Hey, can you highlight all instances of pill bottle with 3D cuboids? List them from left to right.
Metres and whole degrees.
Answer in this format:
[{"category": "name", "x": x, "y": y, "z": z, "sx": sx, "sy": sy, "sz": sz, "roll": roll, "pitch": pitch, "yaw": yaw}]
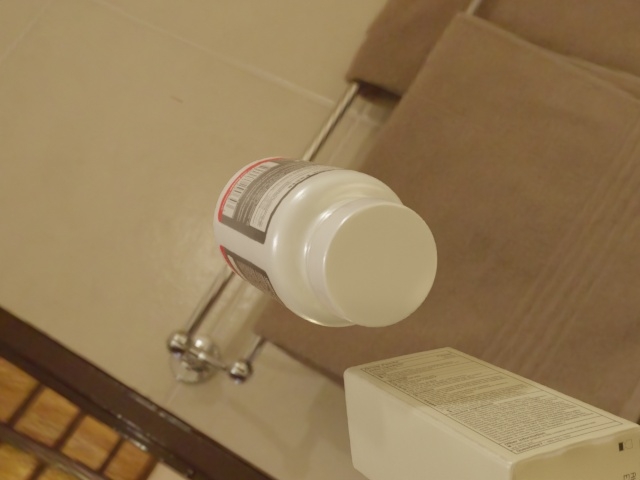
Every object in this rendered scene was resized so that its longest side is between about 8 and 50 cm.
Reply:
[{"category": "pill bottle", "x": 0.000, "y": 0.000, "z": 1.031, "sx": 0.176, "sy": 0.318, "sz": 0.176, "roll": -4, "pitch": -79, "yaw": -22}]

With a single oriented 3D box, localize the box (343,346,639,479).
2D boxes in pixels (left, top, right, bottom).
[{"category": "box", "x": 0.155, "y": 0.206, "z": 0.877, "sx": 0.148, "sy": 0.311, "sz": 0.121, "roll": -9, "pitch": -80, "yaw": -22}]
